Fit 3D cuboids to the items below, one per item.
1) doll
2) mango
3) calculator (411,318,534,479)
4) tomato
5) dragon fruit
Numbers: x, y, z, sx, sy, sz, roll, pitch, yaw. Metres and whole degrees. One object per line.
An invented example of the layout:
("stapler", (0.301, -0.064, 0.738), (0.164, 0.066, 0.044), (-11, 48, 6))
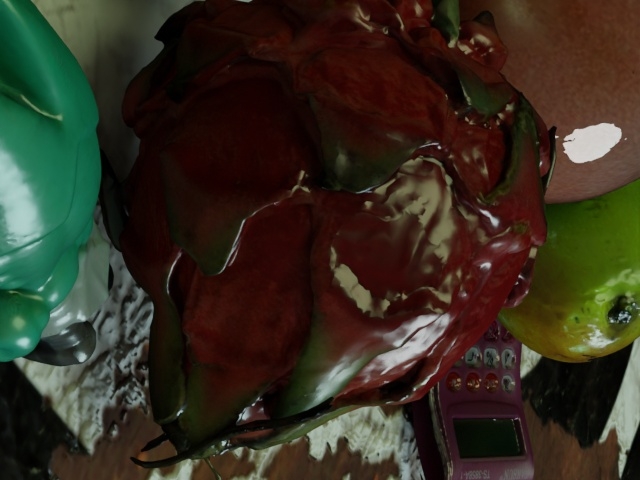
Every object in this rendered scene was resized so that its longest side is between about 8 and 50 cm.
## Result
("doll", (-0.165, -0.019, 0.786), (0.195, 0.153, 0.258), (-74, 164, -52))
("mango", (0.161, -0.006, 1.229), (0.233, 0.125, 0.111), (-95, 173, -55))
("calculator", (0.099, 0.081, 1.251), (0.127, 0.034, 0.190), (8, 78, -55))
("tomato", (0.139, -0.144, 1.113), (0.224, 0.256, 0.256), (40, 44, 5))
("dragon fruit", (0.000, 0.000, 0.947), (0.234, 0.234, 0.293), (0, 113, -56))
